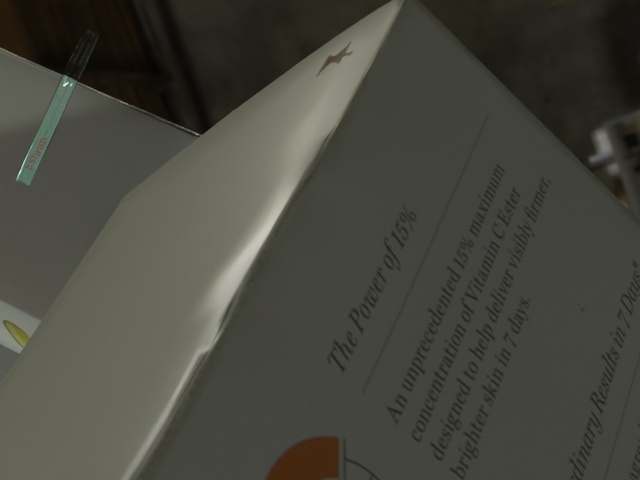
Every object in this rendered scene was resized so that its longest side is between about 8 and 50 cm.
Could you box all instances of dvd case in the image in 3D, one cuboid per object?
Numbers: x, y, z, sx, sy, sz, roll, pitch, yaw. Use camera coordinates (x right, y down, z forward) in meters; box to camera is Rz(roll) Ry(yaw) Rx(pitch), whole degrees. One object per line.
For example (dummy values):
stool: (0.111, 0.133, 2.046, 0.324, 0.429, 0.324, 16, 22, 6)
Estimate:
dvd case: (-0.189, -0.098, 1.086, 0.013, 0.087, 0.119, 25, -160, -10)

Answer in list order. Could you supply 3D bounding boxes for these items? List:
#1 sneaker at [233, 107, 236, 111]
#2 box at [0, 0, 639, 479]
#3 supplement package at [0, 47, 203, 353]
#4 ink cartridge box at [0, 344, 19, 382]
sneaker: (0.002, -0.002, 0.797, 0.170, 0.051, 0.089, 42, 167, -14)
box: (0.061, 0.133, 0.484, 0.345, 0.168, 0.215, 43, -133, -16)
supplement package: (-0.234, -0.019, 1.280, 0.204, 0.262, 0.145, -58, -19, -22)
ink cartridge box: (-0.199, 0.251, 1.555, 0.285, 0.395, 0.166, -63, 33, 36)
